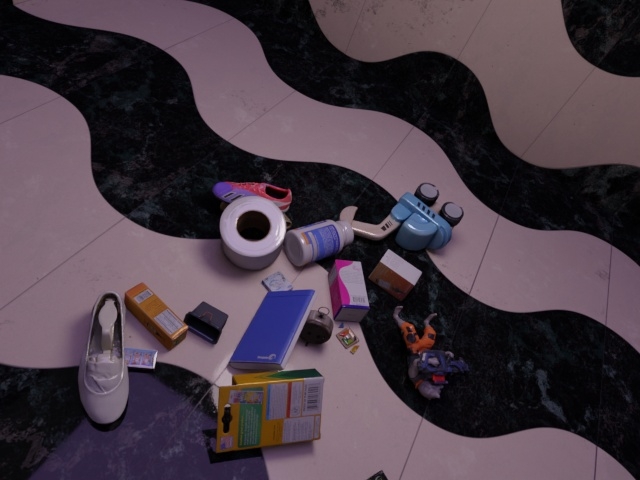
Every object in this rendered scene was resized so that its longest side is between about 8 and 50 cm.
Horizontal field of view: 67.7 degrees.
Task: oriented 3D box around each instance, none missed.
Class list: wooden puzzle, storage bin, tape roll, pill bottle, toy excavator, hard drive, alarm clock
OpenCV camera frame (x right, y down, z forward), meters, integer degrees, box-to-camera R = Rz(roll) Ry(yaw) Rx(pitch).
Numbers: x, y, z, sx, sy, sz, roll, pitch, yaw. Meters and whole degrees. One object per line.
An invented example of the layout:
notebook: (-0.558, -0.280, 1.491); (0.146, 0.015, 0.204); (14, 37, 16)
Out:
wooden puzzle: (0.104, 0.365, 1.795); (0.116, 0.014, 0.078); (45, 49, 17)
storage bin: (-0.383, 0.269, 1.625); (0.135, 0.098, 0.091); (28, 36, 1)
tape roll: (-0.258, -0.026, 1.816); (0.246, 0.169, 0.246); (3, 69, -8)
pill bottle: (0.000, 0.000, 1.965); (0.272, 0.152, 0.152); (-16, 60, -33)
toy excavator: (0.357, -0.075, 2.160); (0.433, 0.222, 0.445); (41, 57, 15)
hard drive: (-0.157, 0.298, 1.637); (0.210, 0.040, 0.319); (-7, 37, 30)
alarm clock: (-0.015, 0.297, 1.679); (0.129, 0.192, 0.064); (22, 37, -3)

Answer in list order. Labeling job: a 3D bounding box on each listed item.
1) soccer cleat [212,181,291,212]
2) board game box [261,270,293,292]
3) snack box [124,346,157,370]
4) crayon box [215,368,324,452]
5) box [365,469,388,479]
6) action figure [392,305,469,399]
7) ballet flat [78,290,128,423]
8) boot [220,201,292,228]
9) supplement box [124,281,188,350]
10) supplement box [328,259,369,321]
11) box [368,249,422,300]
soccer cleat: (-0.271, -0.194, 1.911); (0.318, 0.116, 0.109); (12, 58, -11)
board game box: (-0.165, 0.170, 1.841); (0.090, 0.020, 0.090); (-27, 66, -38)
snack box: (-0.606, 0.367, 1.489); (0.178, 0.022, 0.064); (10, 49, -15)
crayon box: (-0.157, 0.508, 1.443); (0.323, 0.083, 0.203); (2, 95, -22)
box: (0.166, 0.759, 1.464); (0.083, 0.052, 0.062); (-17, 60, -34)
action figure: (0.405, 0.438, 1.805); (0.341, 0.178, 0.330); (26, 47, -39)
ballet flat: (-0.638, 0.325, 1.407); (0.139, 0.139, 0.400); (2, 55, -22)
boot: (-0.266, -0.108, 1.988); (0.262, 0.095, 0.203); (-12, 59, -33)
supplement box: (-0.545, 0.249, 1.577); (0.233, 0.078, 0.080); (42, 46, 14)
supplement box: (0.107, 0.196, 1.872); (0.111, 0.114, 0.220); (7, 51, -17)
box: (0.310, 0.146, 1.987); (0.170, 0.130, 0.091); (35, 47, 8)
